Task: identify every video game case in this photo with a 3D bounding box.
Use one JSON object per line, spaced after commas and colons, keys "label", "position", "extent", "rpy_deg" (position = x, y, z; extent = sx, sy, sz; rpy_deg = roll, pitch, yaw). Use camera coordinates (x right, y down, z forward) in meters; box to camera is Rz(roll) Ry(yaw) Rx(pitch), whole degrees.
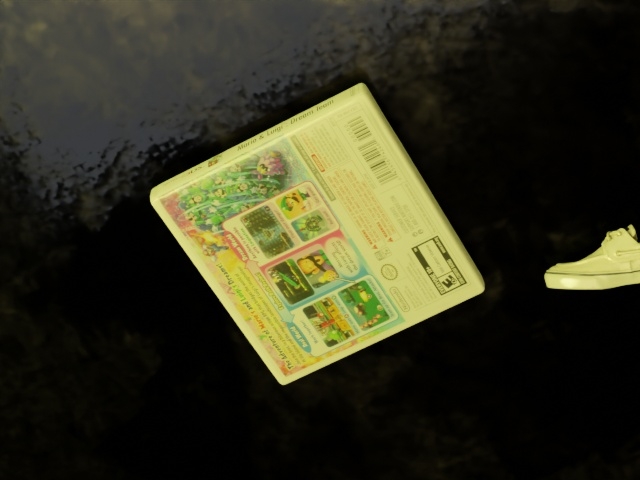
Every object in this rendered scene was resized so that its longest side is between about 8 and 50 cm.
{"label": "video game case", "position": [0.000, 0.000, 1.037], "extent": [0.143, 0.019, 0.157], "rpy_deg": [-26, 120, 14]}

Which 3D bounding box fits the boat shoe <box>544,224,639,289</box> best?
{"label": "boat shoe", "position": [0.183, 0.008, 1.043], "extent": [0.100, 0.035, 0.035], "rpy_deg": [-7, 94, 7]}
